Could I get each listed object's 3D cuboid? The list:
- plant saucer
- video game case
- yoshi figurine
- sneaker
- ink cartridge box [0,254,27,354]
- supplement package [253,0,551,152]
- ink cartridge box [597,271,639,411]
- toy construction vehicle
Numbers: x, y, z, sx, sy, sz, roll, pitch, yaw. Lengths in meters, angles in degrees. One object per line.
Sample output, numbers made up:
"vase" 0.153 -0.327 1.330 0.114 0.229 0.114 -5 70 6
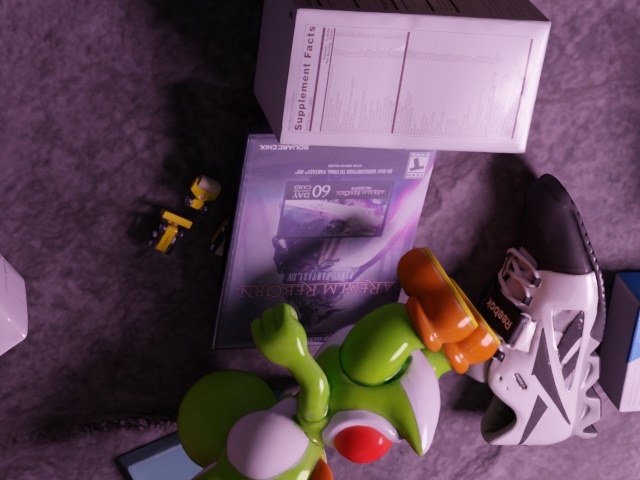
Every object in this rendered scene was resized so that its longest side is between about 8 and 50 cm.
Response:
"plant saucer" -0.120 0.228 1.697 0.192 0.018 0.067 -24 120 -2
"video game case" 0.000 0.000 1.567 0.196 0.026 0.274 -1 128 -17
"yoshi figurine" -0.012 0.144 1.577 0.362 0.203 0.203 -38 103 4
"sneaker" 0.218 0.090 1.646 0.146 0.122 0.331 -12 119 -10
"ink cartridge box" -0.438 0.029 1.456 0.201 0.117 0.278 -34 120 5
"supplement package" 0.072 -0.173 1.465 0.244 0.134 0.139 2 117 -15
"ink cartridge box" 0.418 0.111 1.730 0.190 0.082 0.140 -1 117 -12
"toy construction vehicle" -0.117 -0.024 1.558 0.086 0.035 0.098 20 119 -22
